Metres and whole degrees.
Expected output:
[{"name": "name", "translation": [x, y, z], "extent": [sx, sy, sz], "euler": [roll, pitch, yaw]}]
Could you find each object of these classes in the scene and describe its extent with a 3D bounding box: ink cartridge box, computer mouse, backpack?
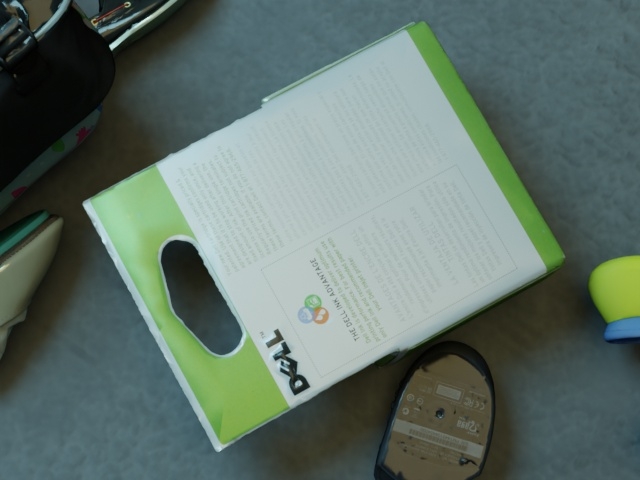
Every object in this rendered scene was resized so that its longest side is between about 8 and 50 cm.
[{"name": "ink cartridge box", "translation": [0.000, 0.000, 0.897], "extent": [0.255, 0.097, 0.189], "euler": [-28, 82, -9]}, {"name": "computer mouse", "translation": [0.058, 0.183, 0.896], "extent": [0.071, 0.041, 0.242], "euler": [20, 83, 8]}, {"name": "backpack", "translation": [-0.274, -0.119, 0.838], "extent": [0.253, 0.191, 0.225], "euler": [41, 77, 19]}]

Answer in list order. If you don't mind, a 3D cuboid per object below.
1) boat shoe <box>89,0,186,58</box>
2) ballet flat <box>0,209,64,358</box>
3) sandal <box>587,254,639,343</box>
[{"name": "boat shoe", "translation": [-0.138, -0.154, 0.939], "extent": [0.133, 0.049, 0.042], "euler": [-38, 92, -8]}, {"name": "ballet flat", "translation": [-0.260, 0.072, 0.870], "extent": [0.248, 0.086, 0.086], "euler": [-31, 82, -10]}, {"name": "sandal", "translation": [0.335, 0.091, 0.906], "extent": [0.317, 0.126, 0.138], "euler": [4, 82, 3]}]
